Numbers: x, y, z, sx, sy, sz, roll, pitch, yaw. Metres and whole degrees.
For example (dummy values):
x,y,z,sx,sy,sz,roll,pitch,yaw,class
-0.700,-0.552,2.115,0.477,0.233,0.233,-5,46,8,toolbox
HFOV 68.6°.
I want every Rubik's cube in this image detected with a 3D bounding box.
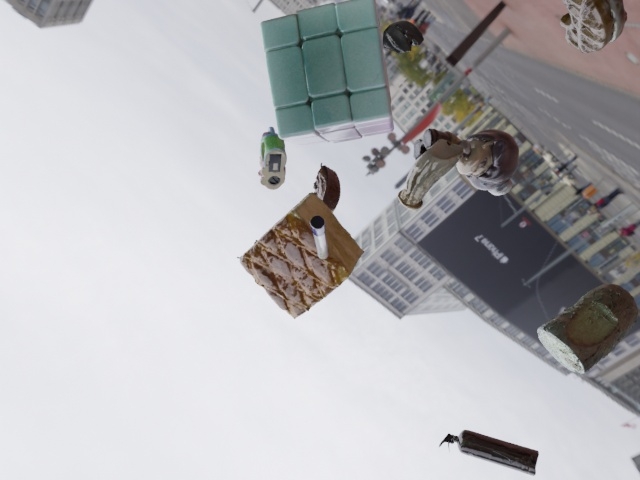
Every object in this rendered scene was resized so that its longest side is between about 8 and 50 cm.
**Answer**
x,y,z,sx,sy,sz,roll,pitch,yaw,class
0.036,-0.461,1.356,0.319,0.315,0.322,-32,-68,-78,Rubik's cube

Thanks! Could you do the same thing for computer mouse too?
x,y,z,sx,sy,sz,roll,pitch,yaw,class
0.190,-0.484,1.104,0.047,0.079,0.135,56,-176,-45,computer mouse

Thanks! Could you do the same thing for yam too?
x,y,z,sx,sy,sz,roll,pitch,yaw,class
0.677,0.229,1.193,0.254,0.154,0.154,-29,-110,-21,yam

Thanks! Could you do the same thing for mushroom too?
x,y,z,sx,sy,sz,roll,pitch,yaw,class
0.323,-0.204,1.429,0.108,0.247,0.096,-6,-129,-42,mushroom

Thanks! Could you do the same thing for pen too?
x,y,z,sx,sy,sz,roll,pitch,yaw,class
0.001,0.000,1.131,0.033,0.033,0.269,53,172,16,pen

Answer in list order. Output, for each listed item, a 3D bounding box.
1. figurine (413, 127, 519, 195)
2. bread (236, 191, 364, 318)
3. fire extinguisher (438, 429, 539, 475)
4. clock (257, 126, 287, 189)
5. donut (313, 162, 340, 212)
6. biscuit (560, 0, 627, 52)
x,y,z,sx,sy,sz,roll,pitch,yaw,class
0.507,-0.276,1.578,0.364,0.218,0.206,-4,-128,-28,figurine
-0.056,0.049,1.452,0.279,0.279,0.207,51,-152,-5,bread
0.488,0.616,1.371,0.267,0.072,0.089,9,-149,22,fire extinguisher
-0.181,-0.317,1.746,0.100,0.194,0.196,0,-137,-14,clock
0.008,-0.150,1.711,0.085,0.217,0.141,11,-140,-29,donut
0.711,-0.691,1.303,0.366,0.115,0.268,47,-163,-11,biscuit
